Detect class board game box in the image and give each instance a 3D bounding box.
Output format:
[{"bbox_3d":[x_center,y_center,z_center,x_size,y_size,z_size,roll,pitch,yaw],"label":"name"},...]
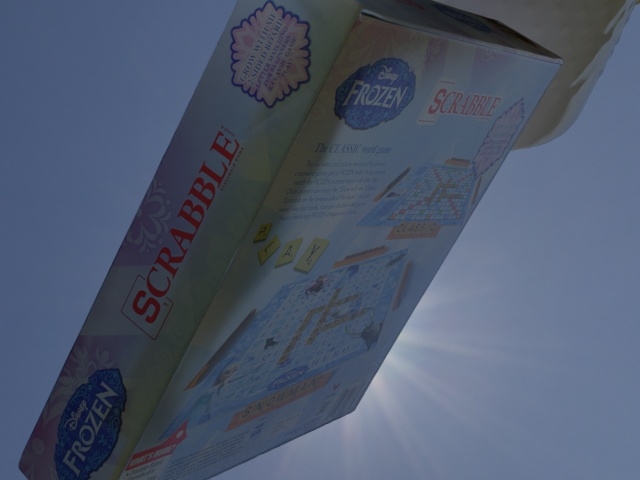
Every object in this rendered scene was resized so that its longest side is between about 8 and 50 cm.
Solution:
[{"bbox_3d":[0.000,0.000,0.665,0.318,0.066,0.318,-8,-49,-61],"label":"board game box"}]

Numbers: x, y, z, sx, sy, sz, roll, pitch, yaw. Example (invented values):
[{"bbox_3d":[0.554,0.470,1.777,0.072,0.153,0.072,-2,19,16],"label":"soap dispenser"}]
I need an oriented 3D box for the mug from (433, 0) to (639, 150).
[{"bbox_3d":[0.198,-0.291,0.931,0.374,0.276,0.328,-5,-43,-23],"label":"mug"}]
